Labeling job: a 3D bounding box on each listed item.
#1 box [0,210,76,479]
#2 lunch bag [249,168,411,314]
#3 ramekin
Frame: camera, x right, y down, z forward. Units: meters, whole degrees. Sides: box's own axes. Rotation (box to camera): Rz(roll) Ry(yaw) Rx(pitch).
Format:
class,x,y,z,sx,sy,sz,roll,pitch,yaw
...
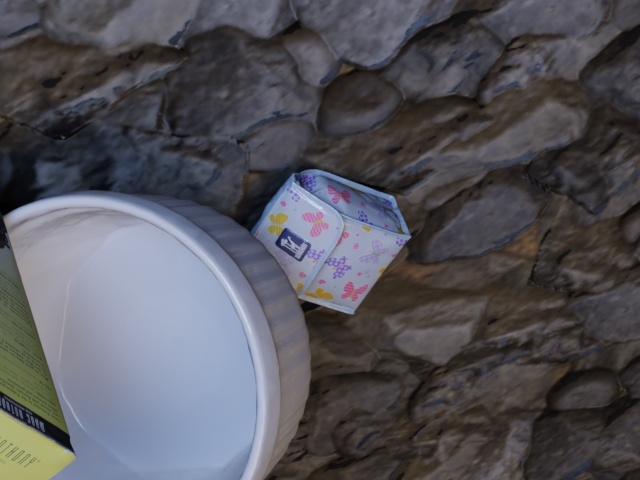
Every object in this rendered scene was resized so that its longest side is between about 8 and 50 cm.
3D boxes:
class,x,y,z,sx,sy,sz,roll,pitch,yaw
box,-0.190,0.019,0.856,0.058,0.232,0.087,-36,139,12
lunch bag,0.000,0.000,1.066,0.083,0.053,0.071,21,121,-28
ramekin,-0.103,0.070,0.980,0.207,0.207,0.109,-45,171,21
